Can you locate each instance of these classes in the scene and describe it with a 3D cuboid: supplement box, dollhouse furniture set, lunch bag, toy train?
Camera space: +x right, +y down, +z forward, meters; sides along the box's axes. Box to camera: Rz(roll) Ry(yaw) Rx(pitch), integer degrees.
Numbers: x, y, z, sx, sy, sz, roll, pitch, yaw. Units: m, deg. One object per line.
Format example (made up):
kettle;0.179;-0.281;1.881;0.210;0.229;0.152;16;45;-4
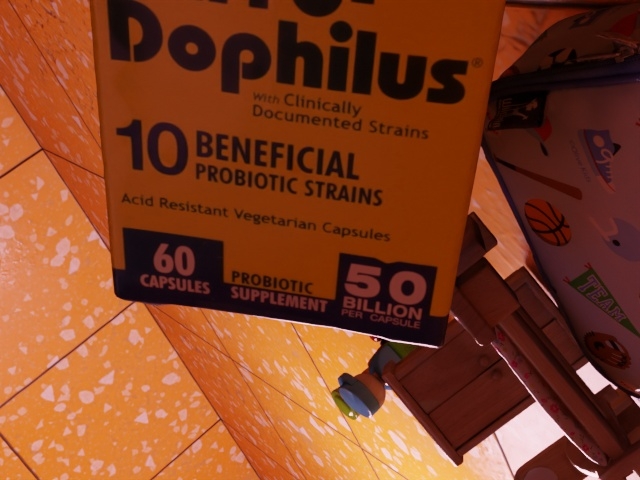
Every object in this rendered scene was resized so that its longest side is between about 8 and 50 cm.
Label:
supplement box;0.000;-0.147;0.513;0.194;0.195;0.356;8;125;5
dollhouse furniture set;0.151;0.153;0.774;0.303;0.174;0.355;50;-169;-1
lunch bag;0.241;-0.014;0.612;0.243;0.115;0.303;9;136;58
toy train;0.073;0.179;1.254;0.105;0.143;0.248;49;160;6
